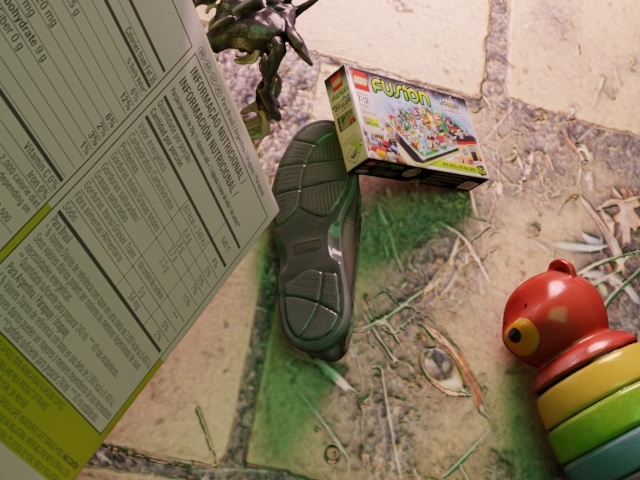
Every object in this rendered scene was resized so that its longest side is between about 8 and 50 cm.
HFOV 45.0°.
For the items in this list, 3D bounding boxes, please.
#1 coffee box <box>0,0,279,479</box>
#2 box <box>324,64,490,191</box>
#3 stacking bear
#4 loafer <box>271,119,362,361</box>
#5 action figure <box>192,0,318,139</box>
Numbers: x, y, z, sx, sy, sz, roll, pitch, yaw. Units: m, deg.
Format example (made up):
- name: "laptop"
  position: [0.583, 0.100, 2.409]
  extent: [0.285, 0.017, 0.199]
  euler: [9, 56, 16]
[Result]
- name: "coffee box"
  position: [-0.288, -0.060, 0.551]
  extent: [0.337, 0.338, 0.334]
  euler: [18, 59, 30]
- name: "box"
  position: [0.102, -0.122, 0.873]
  extent: [0.207, 0.036, 0.114]
  euler: [4, 65, -42]
- name: "stacking bear"
  position: [0.289, 0.162, 0.795]
  extent: [0.164, 0.175, 0.289]
  euler: [-15, 65, -28]
- name: "loafer"
  position: [0.000, 0.000, 0.831]
  extent: [0.096, 0.084, 0.268]
  euler: [-6, 62, 16]
- name: "action figure"
  position: [-0.116, -0.190, 0.834]
  extent: [0.275, 0.141, 0.164]
  euler: [-35, 78, -9]
